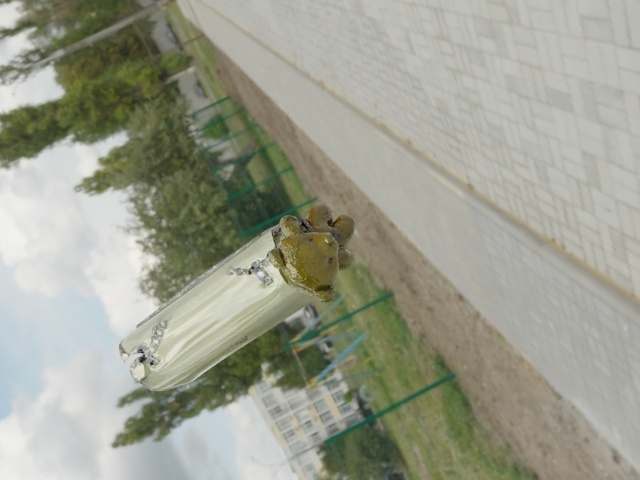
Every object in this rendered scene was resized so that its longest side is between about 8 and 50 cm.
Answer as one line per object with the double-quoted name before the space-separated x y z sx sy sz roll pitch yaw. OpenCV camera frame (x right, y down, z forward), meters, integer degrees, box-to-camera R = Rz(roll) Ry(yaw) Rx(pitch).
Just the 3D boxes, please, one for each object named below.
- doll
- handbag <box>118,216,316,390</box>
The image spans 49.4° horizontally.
"doll" 0.000 0.000 1.107 0.137 0.097 0.209 35 -140 -8
"handbag" -0.166 0.120 1.280 0.160 0.358 0.237 56 -166 5
